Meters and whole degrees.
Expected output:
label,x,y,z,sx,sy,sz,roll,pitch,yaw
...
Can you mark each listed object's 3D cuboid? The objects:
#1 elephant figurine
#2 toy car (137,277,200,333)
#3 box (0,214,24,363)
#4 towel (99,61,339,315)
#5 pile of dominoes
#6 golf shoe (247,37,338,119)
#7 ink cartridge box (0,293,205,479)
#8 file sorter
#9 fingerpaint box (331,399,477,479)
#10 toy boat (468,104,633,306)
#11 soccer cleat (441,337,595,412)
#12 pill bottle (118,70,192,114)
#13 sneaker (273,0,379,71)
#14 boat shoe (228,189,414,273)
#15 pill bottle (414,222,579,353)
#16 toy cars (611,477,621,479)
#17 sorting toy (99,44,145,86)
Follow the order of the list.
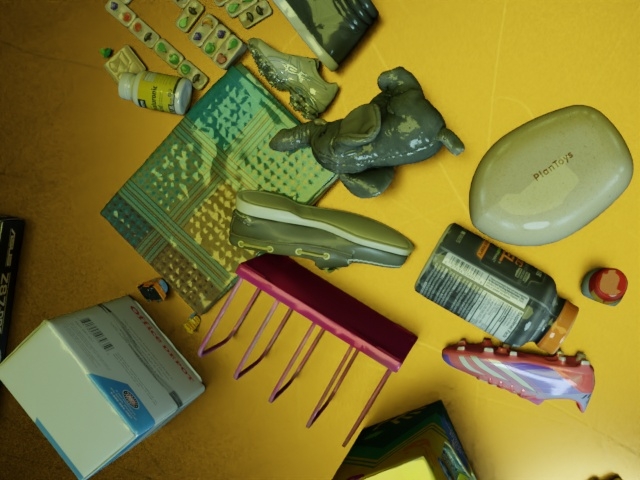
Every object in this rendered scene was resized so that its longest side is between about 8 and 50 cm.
label,x,y,z,sx,sy,sz,roll,pitch,yaw
elephant figurine,0.066,-0.153,1.512,0.239,0.186,0.169,-31,97,-9
toy car,-0.265,0.112,1.681,0.122,0.060,0.040,48,56,-11
box,-0.728,0.128,1.733,0.318,0.097,0.395,9,94,9
towel,-0.172,-0.088,1.645,0.271,0.040,0.370,45,101,6
pile of dominoes,-0.231,-0.402,1.640,0.251,0.040,0.196,41,99,6
golf shoe,-0.046,-0.288,1.607,0.086,0.069,0.176,-43,87,-10
ink cartridge box,-0.347,0.228,1.555,0.129,0.307,0.223,-42,85,12
file sorter,-0.022,0.175,1.546,0.290,0.202,0.182,31,101,8
fingerpaint box,0.193,0.503,1.430,0.163,0.371,0.445,-24,87,11
toy boat,0.385,-0.038,1.497,0.267,0.148,0.318,-28,80,6
soccer cleat,0.318,0.219,1.543,0.247,0.083,0.095,6,98,8
pill bottle,-0.286,-0.258,1.644,0.116,0.065,0.065,12,95,11
sneaker,-0.020,-0.437,1.570,0.147,0.104,0.296,-39,91,8
boat shoe,0.000,-0.002,1.569,0.304,0.109,0.091,15,110,-7
pill bottle,0.284,0.084,1.515,0.245,0.130,0.131,30,98,8
toy cars,0.532,0.478,1.506,0.393,0.087,0.177,3,93,11
sorting toy,-0.353,-0.316,1.681,0.062,0.012,0.083,-39,88,15
